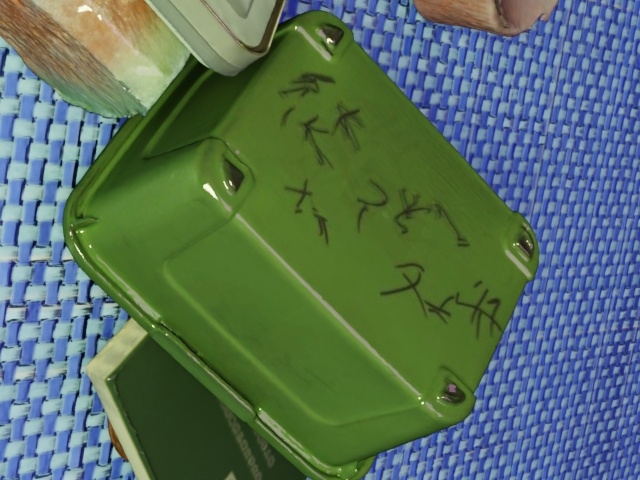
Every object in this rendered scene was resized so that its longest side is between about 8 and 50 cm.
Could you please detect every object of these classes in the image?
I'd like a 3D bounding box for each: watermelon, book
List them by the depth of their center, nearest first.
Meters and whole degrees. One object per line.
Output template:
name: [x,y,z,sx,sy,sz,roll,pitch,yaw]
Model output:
watermelon: [-0.191,-0.195,0.846,0.257,0.193,0.140,37,73,-34]
book: [-0.040,0.093,1.159,0.371,0.043,0.260,-48,132,-39]

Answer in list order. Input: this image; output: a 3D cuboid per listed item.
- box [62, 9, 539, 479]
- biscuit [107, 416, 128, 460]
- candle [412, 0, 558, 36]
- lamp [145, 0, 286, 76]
box: [0.000,0.000,1.009,0.329,0.178,0.253,43,55,-17]
biscuit: [-0.099,0.115,1.149,0.192,0.036,0.186,24,83,-51]
candle: [0.170,-0.371,1.233,0.287,0.131,0.317,-47,143,-38]
lamp: [-0.107,-0.269,0.853,0.269,0.047,0.266,48,31,-26]
